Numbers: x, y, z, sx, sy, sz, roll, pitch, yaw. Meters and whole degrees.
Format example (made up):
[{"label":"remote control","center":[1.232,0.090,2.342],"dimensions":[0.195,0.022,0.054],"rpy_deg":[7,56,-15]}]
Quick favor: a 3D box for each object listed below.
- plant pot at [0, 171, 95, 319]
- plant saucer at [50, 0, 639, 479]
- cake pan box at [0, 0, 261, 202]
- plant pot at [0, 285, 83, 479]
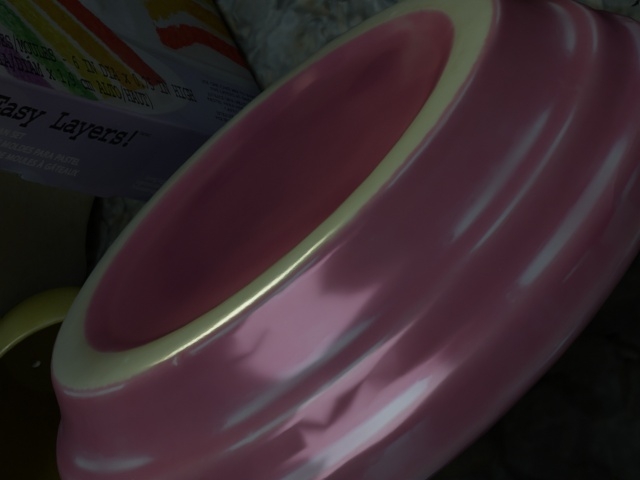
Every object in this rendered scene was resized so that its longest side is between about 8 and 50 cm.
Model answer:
[{"label":"plant pot","center":[-0.312,-0.031,0.899],"dimensions":[0.334,0.305,0.333],"rpy_deg":[-8,76,36]},{"label":"plant saucer","center":[0.000,0.000,0.671],"dimensions":[0.332,0.084,0.332],"rpy_deg":[-38,18,15]},{"label":"cake pan box","center":[-0.164,-0.140,0.832],"dimensions":[0.070,0.267,0.245],"rpy_deg":[-45,56,25]},{"label":"plant pot","center":[-0.141,0.079,0.875],"dimensions":[0.134,0.134,0.095],"rpy_deg":[-59,29,13]}]
